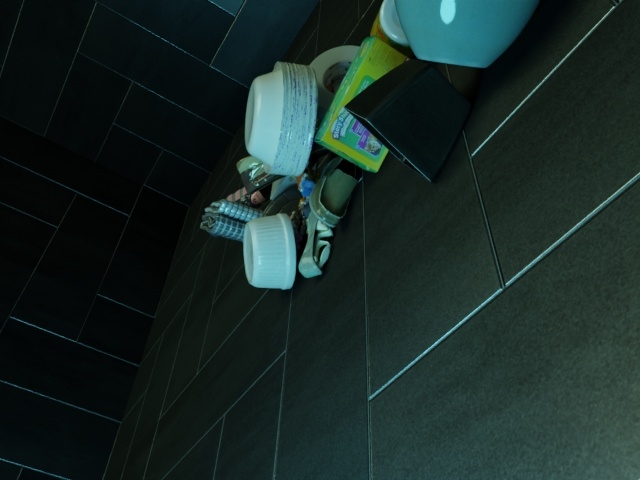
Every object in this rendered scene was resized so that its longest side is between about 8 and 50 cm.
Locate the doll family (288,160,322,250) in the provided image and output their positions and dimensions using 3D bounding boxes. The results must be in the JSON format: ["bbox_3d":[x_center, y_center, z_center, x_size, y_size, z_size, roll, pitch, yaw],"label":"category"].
[{"bbox_3d":[-0.031,-0.100,1.731,0.163,0.118,0.263,-111,32,-57],"label":"doll family"}]

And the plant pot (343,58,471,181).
[{"bbox_3d":[0.185,-0.256,1.251,0.167,0.187,0.188,-48,21,8],"label":"plant pot"}]

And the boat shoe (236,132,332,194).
[{"bbox_3d":[-0.070,-0.221,1.812,0.123,0.342,0.123,20,-127,-82],"label":"boat shoe"}]

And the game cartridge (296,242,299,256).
[{"bbox_3d":[-0.089,0.047,1.793,0.083,0.017,0.056,-45,23,43],"label":"game cartridge"}]

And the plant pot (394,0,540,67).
[{"bbox_3d":[0.263,-0.432,1.170,0.290,0.290,0.195,-119,34,-67],"label":"plant pot"}]

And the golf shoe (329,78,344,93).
[{"bbox_3d":[0.077,-0.455,1.806,0.115,0.140,0.306,111,175,-57],"label":"golf shoe"}]

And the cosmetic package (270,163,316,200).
[{"bbox_3d":[-0.083,-0.220,1.999,0.127,0.107,0.238,-49,27,36],"label":"cosmetic package"}]

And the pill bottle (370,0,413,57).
[{"bbox_3d":[0.200,-0.528,1.569,0.136,0.136,0.246,-64,3,-1],"label":"pill bottle"}]

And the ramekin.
[{"bbox_3d":[-0.142,0.031,1.681,0.207,0.109,0.207,178,90,-74],"label":"ramekin"}]

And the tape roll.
[{"bbox_3d":[0.068,-0.420,1.694,0.072,0.219,0.219,65,-140,-63],"label":"tape roll"}]

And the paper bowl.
[{"bbox_3d":[-0.108,-0.310,1.595,0.284,0.148,0.284,-176,90,-75],"label":"paper bowl"}]

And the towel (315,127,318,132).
[{"bbox_3d":[0.001,-0.317,1.859,0.113,0.152,0.023,-23,83,60],"label":"towel"}]

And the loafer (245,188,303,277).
[{"bbox_3d":[-0.137,-0.011,1.862,0.095,0.109,0.302,65,-131,-81],"label":"loafer"}]

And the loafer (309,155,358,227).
[{"bbox_3d":[0.039,-0.138,1.581,0.087,0.094,0.251,-43,25,40],"label":"loafer"}]

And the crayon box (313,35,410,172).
[{"bbox_3d":[0.121,-0.325,1.505,0.278,0.165,0.081,-62,19,3],"label":"crayon box"}]

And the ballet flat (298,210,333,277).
[{"bbox_3d":[0.000,0.000,1.574,0.068,0.072,0.213,-12,49,32],"label":"ballet flat"}]

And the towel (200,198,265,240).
[{"bbox_3d":[-0.252,-0.043,2.005,0.284,0.235,0.121,180,106,-70],"label":"towel"}]

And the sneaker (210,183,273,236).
[{"bbox_3d":[-0.262,-0.132,2.180,0.319,0.112,0.131,-43,13,-22],"label":"sneaker"}]
